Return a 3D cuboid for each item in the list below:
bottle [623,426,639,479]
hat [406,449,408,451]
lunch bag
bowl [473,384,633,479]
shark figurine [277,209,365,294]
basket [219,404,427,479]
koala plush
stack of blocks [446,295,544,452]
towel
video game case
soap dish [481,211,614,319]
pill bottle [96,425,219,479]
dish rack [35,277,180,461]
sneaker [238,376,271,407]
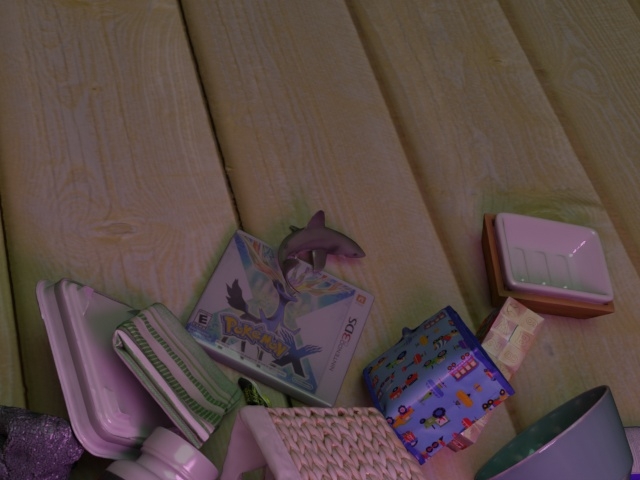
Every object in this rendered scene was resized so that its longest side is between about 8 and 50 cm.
[{"bbox_3d":[0.651,0.444,2.047,0.283,0.092,0.118,2,58,-21],"label":"bottle"},{"bbox_3d":[0.088,0.477,1.826,0.173,0.209,0.183,-18,106,-54],"label":"hat"},{"bbox_3d":[0.198,0.242,1.884,0.138,0.221,0.293,48,7,-26],"label":"lunch bag"},{"bbox_3d":[0.462,0.426,1.859,0.312,0.311,0.163,-31,80,-36],"label":"bowl"},{"bbox_3d":[-0.025,-0.005,2.055,0.166,0.116,0.278,38,31,20],"label":"shark figurine"},{"bbox_3d":[0.000,0.473,1.561,0.267,0.328,0.331,2,26,-28],"label":"basket"},{"bbox_3d":[-0.477,0.388,1.581,0.196,0.203,0.221,22,71,-26],"label":"koala plush"},{"bbox_3d":[0.321,0.274,1.986,0.087,0.171,0.297,33,68,5],"label":"stack of blocks"},{"bbox_3d":[-0.245,0.222,1.721,0.248,0.038,0.325,49,7,0],"label":"towel"},{"bbox_3d":[-0.080,0.156,2.000,0.329,0.036,0.300,26,50,-2],"label":"video game case"},{"bbox_3d":[0.509,0.063,2.256,0.291,0.118,0.228,8,53,-16],"label":"soap dish"},{"bbox_3d":[-0.303,0.457,1.546,0.176,0.176,0.318,35,66,5],"label":"pill bottle"},{"bbox_3d":[-0.349,0.219,1.707,0.072,0.285,0.332,-29,63,12],"label":"dish rack"},{"bbox_3d":[-0.130,0.295,1.880,0.083,0.031,0.035,44,52,12],"label":"sneaker"}]
